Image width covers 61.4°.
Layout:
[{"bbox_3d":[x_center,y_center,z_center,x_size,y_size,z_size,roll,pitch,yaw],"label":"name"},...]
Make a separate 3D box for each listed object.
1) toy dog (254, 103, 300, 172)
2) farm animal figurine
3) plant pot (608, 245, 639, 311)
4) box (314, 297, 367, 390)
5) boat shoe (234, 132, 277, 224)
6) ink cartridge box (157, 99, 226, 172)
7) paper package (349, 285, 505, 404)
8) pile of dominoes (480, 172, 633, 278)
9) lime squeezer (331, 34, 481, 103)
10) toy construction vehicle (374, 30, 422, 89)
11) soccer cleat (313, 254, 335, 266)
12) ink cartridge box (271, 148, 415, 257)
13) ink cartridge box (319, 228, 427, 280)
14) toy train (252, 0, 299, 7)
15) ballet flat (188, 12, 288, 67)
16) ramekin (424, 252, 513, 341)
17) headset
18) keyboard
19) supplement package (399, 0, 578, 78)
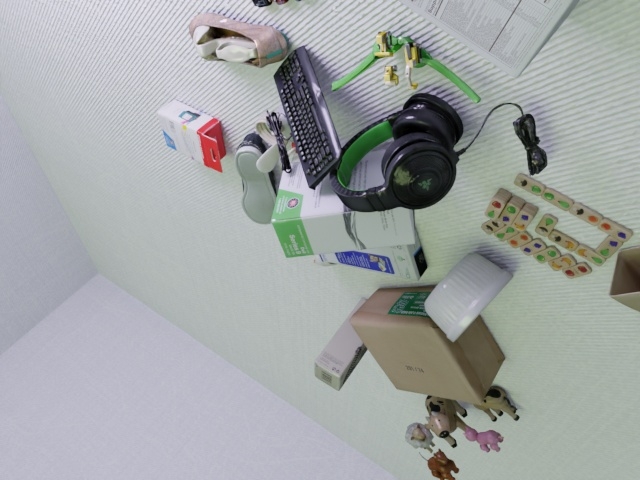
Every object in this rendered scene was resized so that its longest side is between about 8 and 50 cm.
[{"bbox_3d":[-0.073,-0.165,1.375,0.220,0.161,0.333,-4,126,50],"label":"toy dog"},{"bbox_3d":[0.410,0.552,1.679,0.172,0.330,0.327,45,177,-10],"label":"farm animal figurine"},{"bbox_3d":[0.613,0.077,0.982,0.096,0.109,0.109,38,151,-18],"label":"plant pot"},{"bbox_3d":[0.094,0.320,1.675,0.094,0.275,0.113,28,148,21],"label":"box"},{"bbox_3d":[-0.175,-0.171,1.556,0.115,0.091,0.302,7,140,4],"label":"boat shoe"},{"bbox_3d":[-0.363,-0.308,1.599,0.231,0.078,0.134,28,147,21],"label":"ink cartridge box"},{"bbox_3d":[0.295,0.285,1.519,0.325,0.168,0.309,-7,124,52],"label":"paper package"},{"bbox_3d":[0.457,-0.012,1.096,0.251,0.040,0.195,32,147,16],"label":"pile of dominoes"},{"bbox_3d":[0.151,-0.325,1.002,0.311,0.059,0.109,15,97,32],"label":"lime squeezer"},{"bbox_3d":[0.135,-0.321,0.965,0.086,0.035,0.098,16,127,34],"label":"toy construction vehicle"},{"bbox_3d":[0.000,0.000,1.599,0.076,0.068,0.196,4,136,27],"label":"soccer cleat"},{"bbox_3d":[0.059,-0.084,1.180,0.290,0.211,0.121,-6,132,14],"label":"ink cartridge box"},{"bbox_3d":[0.118,0.006,1.469,0.333,0.065,0.165,10,137,39],"label":"ink cartridge box"},{"bbox_3d":[-0.084,-0.501,1.104,0.158,0.027,0.036,11,140,41],"label":"toy train"},{"bbox_3d":[-0.219,-0.454,1.236,0.316,0.106,0.107,18,141,34],"label":"ballet flat"},{"bbox_3d":[0.335,0.124,1.250,0.109,0.207,0.207,42,150,17],"label":"ramekin"},{"bbox_3d":[0.209,-0.154,1.029,0.395,0.243,0.185,-12,133,34],"label":"headset"},{"bbox_3d":[-0.053,-0.250,1.168,0.201,0.033,0.316,-45,52,44],"label":"keyboard"},{"bbox_3d":[0.237,-0.400,0.708,0.263,0.199,0.198,37,148,8],"label":"supplement package"}]
